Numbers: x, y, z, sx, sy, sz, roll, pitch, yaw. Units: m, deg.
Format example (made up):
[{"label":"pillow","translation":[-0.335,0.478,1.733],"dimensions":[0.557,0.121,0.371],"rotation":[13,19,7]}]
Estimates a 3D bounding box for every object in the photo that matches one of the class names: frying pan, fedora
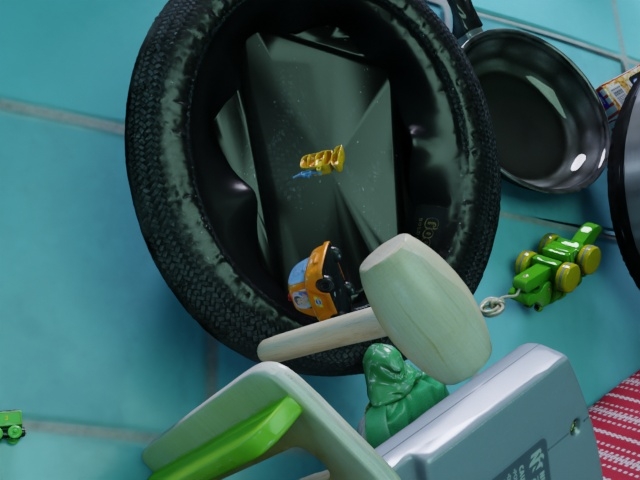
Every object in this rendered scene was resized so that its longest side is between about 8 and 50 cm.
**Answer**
[{"label":"frying pan","translation":[0.167,-0.173,0.895],"dimensions":[0.326,0.053,0.197],"rotation":[39,57,-4]},{"label":"fedora","translation":[-0.017,-0.055,0.687],"dimensions":[0.333,0.152,0.334],"rotation":[6,75,-23]}]

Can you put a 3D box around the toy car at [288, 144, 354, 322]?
[{"label":"toy car","translation":[0.000,0.000,0.585],"dimensions":[0.040,0.060,0.122],"rotation":[-8,55,18]}]

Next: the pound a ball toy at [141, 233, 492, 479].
[{"label":"pound a ball toy","translation":[-0.032,0.153,0.492],"dimensions":[0.136,0.319,0.208],"rotation":[47,56,-1]}]

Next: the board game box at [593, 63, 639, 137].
[{"label":"board game box","translation":[0.410,-0.142,1.003],"dimensions":[0.193,0.045,0.147],"rotation":[-28,82,-32]}]

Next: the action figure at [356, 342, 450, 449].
[{"label":"action figure","translation":[0.068,0.175,0.621],"dimensions":[0.137,0.063,0.232],"rotation":[-30,118,-35]}]

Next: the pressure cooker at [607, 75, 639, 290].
[{"label":"pressure cooker","translation":[0.529,-0.072,0.765],"dimensions":[0.375,0.420,0.370],"rotation":[-4,87,-26]}]

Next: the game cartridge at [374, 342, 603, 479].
[{"label":"game cartridge","translation":[0.128,0.232,0.612],"dimensions":[0.198,0.062,0.297],"rotation":[-28,117,-37]}]

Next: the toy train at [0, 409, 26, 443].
[{"label":"toy train","translation":[-0.243,0.128,0.580],"dimensions":[0.083,0.017,0.024],"rotation":[0,58,-26]}]

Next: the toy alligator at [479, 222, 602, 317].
[{"label":"toy alligator","translation":[0.215,0.042,0.826],"dimensions":[0.189,0.056,0.051],"rotation":[-32,125,-33]}]

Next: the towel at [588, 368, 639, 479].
[{"label":"towel","translation":[0.318,0.174,0.742],"dimensions":[0.274,0.198,0.031],"rotation":[-24,109,-32]}]
